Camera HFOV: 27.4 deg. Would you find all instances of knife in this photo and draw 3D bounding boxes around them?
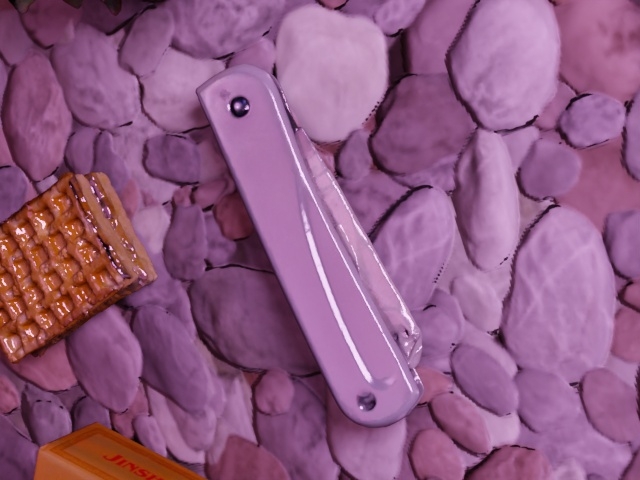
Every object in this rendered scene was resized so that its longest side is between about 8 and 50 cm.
[{"bbox_3d":[-0.003,0.001,0.892,0.073,0.040,0.266,-29,84,20],"label":"knife"}]

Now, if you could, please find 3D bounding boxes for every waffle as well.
[{"bbox_3d":[-0.204,0.021,1.009,0.148,0.042,0.102,-32,84,31],"label":"waffle"}]

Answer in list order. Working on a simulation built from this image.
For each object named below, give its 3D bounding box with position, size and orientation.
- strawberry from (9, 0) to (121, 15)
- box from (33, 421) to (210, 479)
[{"bbox_3d":[-0.103,-0.299,0.842,0.233,0.137,0.307,-6,77,48],"label":"strawberry"},{"bbox_3d":[-0.153,0.302,1.016,0.174,0.076,0.274,22,110,27],"label":"box"}]
